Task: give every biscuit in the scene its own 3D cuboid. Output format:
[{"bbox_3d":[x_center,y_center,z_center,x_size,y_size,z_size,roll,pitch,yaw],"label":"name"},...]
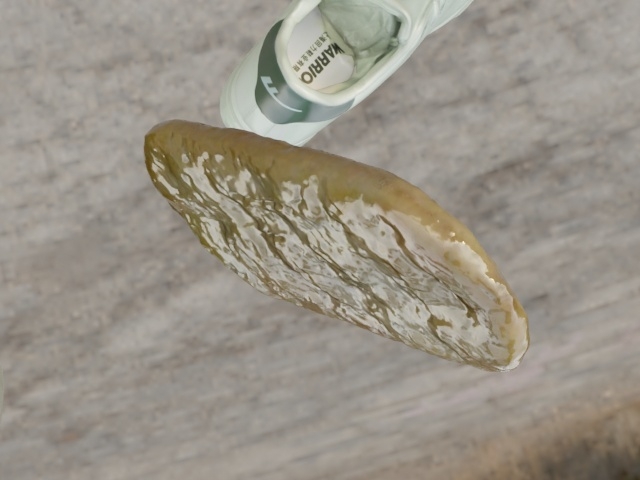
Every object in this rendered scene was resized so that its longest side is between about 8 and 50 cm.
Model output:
[{"bbox_3d":[0.000,0.000,0.406,0.018,0.147,0.071,-48,126,-18],"label":"biscuit"}]

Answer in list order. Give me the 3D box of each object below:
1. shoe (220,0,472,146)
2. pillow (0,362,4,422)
[{"bbox_3d":[0.061,-0.227,1.348,0.363,0.132,0.160,-46,-173,-19],"label":"shoe"},{"bbox_3d":[-0.249,0.014,0.694,0.119,0.255,0.322,-21,116,6],"label":"pillow"}]
